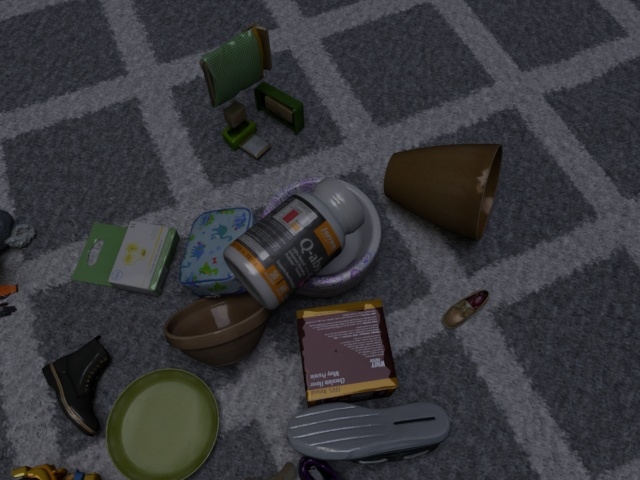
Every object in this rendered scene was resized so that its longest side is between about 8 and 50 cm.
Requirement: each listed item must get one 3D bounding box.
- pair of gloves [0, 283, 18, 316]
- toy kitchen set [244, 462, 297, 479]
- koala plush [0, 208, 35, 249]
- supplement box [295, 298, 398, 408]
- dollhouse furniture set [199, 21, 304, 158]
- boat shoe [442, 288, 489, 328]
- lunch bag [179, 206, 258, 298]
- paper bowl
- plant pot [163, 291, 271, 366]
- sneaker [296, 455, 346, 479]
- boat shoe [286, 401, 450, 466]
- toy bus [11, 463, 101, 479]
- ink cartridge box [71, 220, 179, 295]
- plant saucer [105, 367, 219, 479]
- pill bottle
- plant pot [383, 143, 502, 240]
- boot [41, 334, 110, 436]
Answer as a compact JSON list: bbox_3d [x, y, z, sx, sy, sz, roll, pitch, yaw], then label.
[{"bbox_3d":[-0.779,0.148,1.226,0.074,0.010,0.083,-9,66,-4],"label":"pair of gloves"},{"bbox_3d":[-0.100,0.513,1.044,0.083,0.075,0.068,-10,103,31],"label":"toy kitchen set"},{"bbox_3d":[-0.842,0.002,1.226,0.196,0.203,0.221,22,45,0],"label":"koala plush"},{"bbox_3d":[0.053,0.251,1.107,0.192,0.129,0.194,-8,65,-3],"label":"supplement box"},{"bbox_3d":[-0.166,-0.375,1.308,0.151,0.301,0.197,36,67,18],"label":"dollhouse furniture set"},{"bbox_3d":[0.347,0.158,1.196,0.135,0.045,0.050,-37,70,-15],"label":"boat shoe"},{"bbox_3d":[-0.232,0.028,1.207,0.176,0.090,0.218,-8,53,19],"label":"lunch bag"},{"bbox_3d":[0.000,0.000,1.216,0.285,0.148,0.284,0,64,0],"label":"paper bowl"},{"bbox_3d":[-0.216,0.203,1.116,0.238,0.237,0.109,-15,106,-7],"label":"plant pot"},{"bbox_3d":[0.040,0.516,0.999,0.224,0.098,0.083,34,70,15],"label":"sneaker"},{"bbox_3d":[0.099,0.414,1.033,0.336,0.119,0.121,0,35,-2],"label":"boat shoe"},{"bbox_3d":[-0.481,0.528,0.981,0.212,0.149,0.220,-16,62,-22],"label":"toy bus"},{"bbox_3d":[-0.492,0.035,1.255,0.235,0.056,0.171,10,66,3],"label":"ink cartridge box"},{"bbox_3d":[-0.337,0.402,1.089,0.241,0.037,0.240,0,64,1],"label":"plant saucer"},{"bbox_3d":[-0.050,0.000,1.048,0.278,0.162,0.162,-40,71,-16],"label":"pill bottle"},{"bbox_3d":[0.297,-0.141,1.256,0.255,0.237,0.237,14,65,22],"label":"plant pot"},{"bbox_3d":[-0.509,0.316,1.114,0.137,0.076,0.198,-36,71,-21],"label":"boot"}]
